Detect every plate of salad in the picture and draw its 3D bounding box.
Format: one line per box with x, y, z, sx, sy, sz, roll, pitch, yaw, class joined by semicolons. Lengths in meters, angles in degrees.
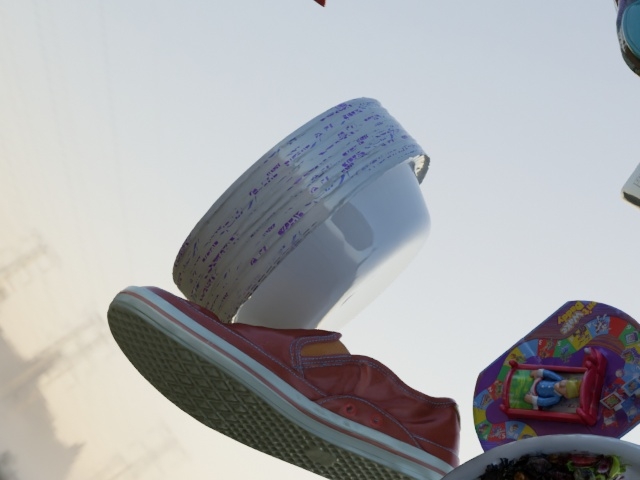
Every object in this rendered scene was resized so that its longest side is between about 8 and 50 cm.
0.147;0.202;0.800;0.048;0.199;0.200;-88;155;-58;plate of salad

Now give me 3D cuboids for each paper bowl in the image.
0.000;0.000;1.334;0.148;0.284;0.284;47;-17;12;paper bowl

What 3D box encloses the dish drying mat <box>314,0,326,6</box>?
-0.005;-0.274;1.367;0.032;0.008;0.083;35;-15;10;dish drying mat

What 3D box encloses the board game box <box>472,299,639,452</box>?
0.194;0.118;1.074;0.033;0.168;0.133;41;13;-47;board game box

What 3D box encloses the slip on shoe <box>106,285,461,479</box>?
-0.024;0.117;1.090;0.331;0.101;0.123;27;-31;-13;slip on shoe

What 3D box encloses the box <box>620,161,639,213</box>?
0.321;-0.036;0.880;0.127;0.149;0.232;33;9;-9;box

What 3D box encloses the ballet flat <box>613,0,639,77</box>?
0.256;-0.165;0.983;0.221;0.077;0.079;-89;167;-49;ballet flat
